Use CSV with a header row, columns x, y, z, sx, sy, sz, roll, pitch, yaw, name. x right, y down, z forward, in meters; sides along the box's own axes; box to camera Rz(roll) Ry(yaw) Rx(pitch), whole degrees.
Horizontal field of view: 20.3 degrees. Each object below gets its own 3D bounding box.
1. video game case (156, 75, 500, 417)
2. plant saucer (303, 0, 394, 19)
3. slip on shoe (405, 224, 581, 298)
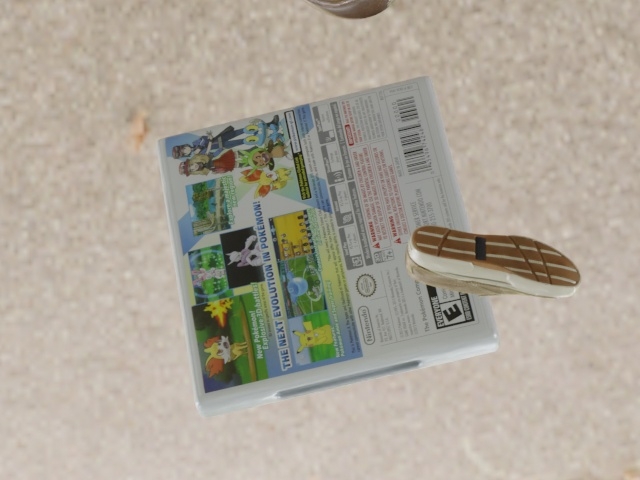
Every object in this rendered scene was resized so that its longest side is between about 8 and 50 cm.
x,y,z,sx,sy,sz,roll,pitch,yaw,name
0.000,0.000,1.799,0.300,0.329,0.036,-13,147,2,video game case
0.010,-0.282,1.648,0.029,0.168,0.168,-31,170,-48,plant saucer
0.132,0.024,1.376,0.135,0.051,0.041,9,134,-2,slip on shoe
